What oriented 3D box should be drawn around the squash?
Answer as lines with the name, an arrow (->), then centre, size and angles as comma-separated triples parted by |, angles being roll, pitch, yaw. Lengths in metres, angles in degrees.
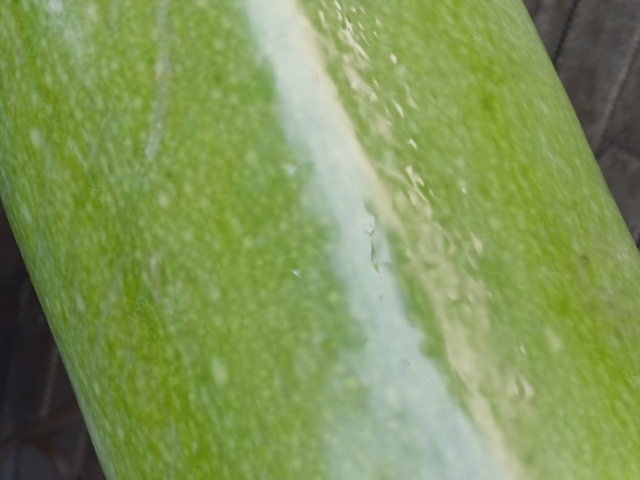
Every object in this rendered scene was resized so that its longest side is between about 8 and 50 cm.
squash -> 0.000, 0.000, 0.714 | 0.263, 0.263, 0.384 | -40, 66, 41
